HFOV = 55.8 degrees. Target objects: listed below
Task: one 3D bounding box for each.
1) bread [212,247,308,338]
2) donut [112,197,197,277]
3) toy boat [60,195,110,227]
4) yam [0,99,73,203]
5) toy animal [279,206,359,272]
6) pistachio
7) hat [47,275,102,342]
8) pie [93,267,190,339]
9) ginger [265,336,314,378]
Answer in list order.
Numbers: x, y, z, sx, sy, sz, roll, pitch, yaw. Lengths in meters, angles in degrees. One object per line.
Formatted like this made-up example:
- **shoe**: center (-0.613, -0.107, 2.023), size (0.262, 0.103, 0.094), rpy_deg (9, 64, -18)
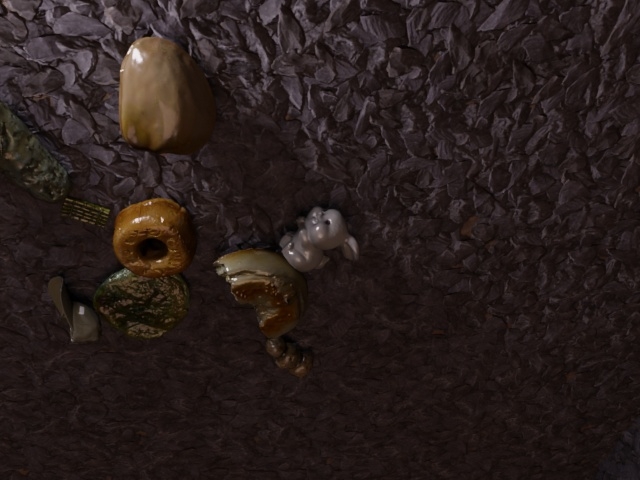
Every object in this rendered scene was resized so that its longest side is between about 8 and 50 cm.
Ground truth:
- **bread**: center (-0.141, 0.121, 1.704), size (0.192, 0.171, 0.314), rpy_deg (-29, 126, 14)
- **donut**: center (-0.437, -0.002, 1.603), size (0.227, 0.113, 0.226), rpy_deg (-4, 129, -5)
- **toy boat**: center (-0.615, -0.073, 1.580), size (0.115, 0.016, 0.063), rpy_deg (18, 122, -21)
- **yam**: center (-0.708, -0.208, 1.390), size (0.133, 0.133, 0.330), rpy_deg (-28, 129, 12)
- **toy animal**: center (-0.001, 0.005, 1.667), size (0.193, 0.127, 0.178), rpy_deg (-31, 128, 13)
- **pistachio**: center (-0.341, -0.318, 1.354), size (0.213, 0.163, 0.260), rpy_deg (-8, 117, -29)
- **hat**: center (-0.688, 0.187, 1.720), size (0.144, 0.166, 0.173), rpy_deg (2, 106, -39)
- **pie**: center (-0.510, 0.181, 1.754), size (0.277, 0.078, 0.277), rpy_deg (-5, 130, -6)
- **ginger**: center (-0.105, 0.371, 1.963), size (0.104, 0.080, 0.204), rpy_deg (-46, 124, 8)
